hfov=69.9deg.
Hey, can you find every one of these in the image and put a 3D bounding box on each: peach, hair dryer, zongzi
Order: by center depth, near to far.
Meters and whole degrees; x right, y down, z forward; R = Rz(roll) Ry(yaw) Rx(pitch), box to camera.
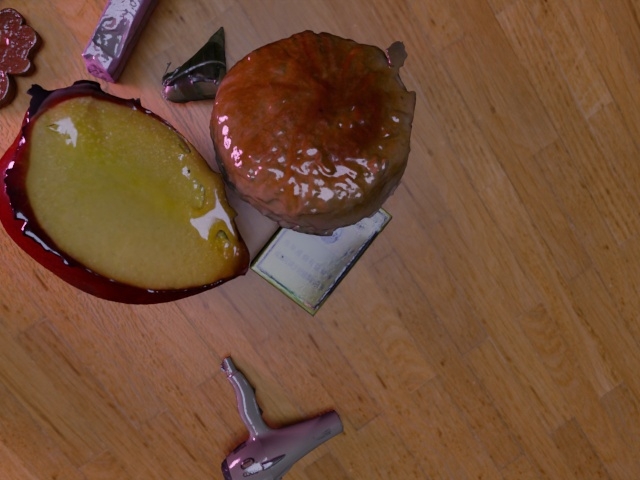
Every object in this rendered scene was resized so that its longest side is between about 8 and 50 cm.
[{"bbox_3d":[-0.281,-0.039,0.683,0.361,0.201,0.258,33,65,-19],"label":"peach"},{"bbox_3d":[-0.204,-0.282,0.738,0.109,0.055,0.119,-6,79,6],"label":"zongzi"},{"bbox_3d":[-0.068,0.317,0.823,0.218,0.088,0.225,0,82,-14],"label":"hair dryer"}]

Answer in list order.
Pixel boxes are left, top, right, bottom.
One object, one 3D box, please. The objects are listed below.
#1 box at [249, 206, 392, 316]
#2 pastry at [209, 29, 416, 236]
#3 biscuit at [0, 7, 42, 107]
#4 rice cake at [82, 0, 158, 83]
[{"bbox_3d":[0.000,0.000,0.788,0.141,0.064,0.220,39,89,-8],"label":"box"},{"bbox_3d":[-0.005,-0.161,0.688,0.329,0.136,0.330,1,73,-4],"label":"pastry"},{"bbox_3d":[-0.512,-0.275,0.705,0.175,0.026,0.124,-40,101,-1],"label":"biscuit"},{"bbox_3d":[-0.266,-0.377,0.685,0.050,0.106,0.298,28,92,-19],"label":"rice cake"}]
